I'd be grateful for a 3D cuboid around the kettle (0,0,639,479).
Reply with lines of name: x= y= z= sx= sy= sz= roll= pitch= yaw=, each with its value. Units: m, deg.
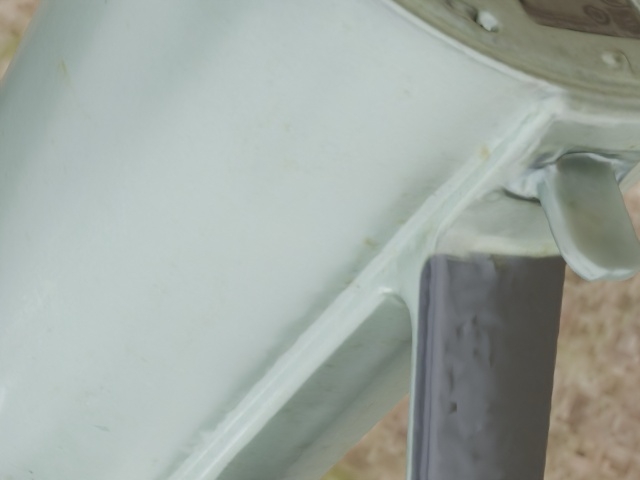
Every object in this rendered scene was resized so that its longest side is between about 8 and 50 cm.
kettle: x=0.000 y=0.000 z=0.800 sx=0.250 sy=0.361 sz=0.377 roll=0 pitch=146 yaw=-34
